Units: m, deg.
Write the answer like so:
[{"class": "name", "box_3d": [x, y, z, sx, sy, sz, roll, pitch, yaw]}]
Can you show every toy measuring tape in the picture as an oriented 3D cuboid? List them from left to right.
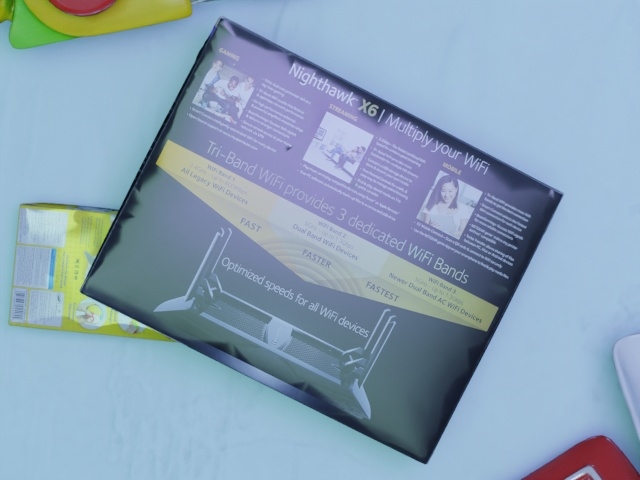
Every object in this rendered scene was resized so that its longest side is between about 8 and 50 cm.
[{"class": "toy measuring tape", "box_3d": [-0.129, -0.236, 1.374, 0.330, 0.121, 0.121, -12, 91, -3]}]

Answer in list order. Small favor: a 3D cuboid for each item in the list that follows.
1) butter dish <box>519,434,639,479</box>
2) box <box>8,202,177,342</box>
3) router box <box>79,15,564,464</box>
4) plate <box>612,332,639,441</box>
[{"class": "butter dish", "box_3d": [0.210, 0.267, 1.366, 0.160, 0.118, 0.160, -32, 49, 0]}, {"class": "box", "box_3d": [-0.162, 0.028, 1.418, 0.179, 0.043, 0.105, 6, 92, 6]}, {"class": "router box", "box_3d": [0.000, 0.000, 1.359, 0.309, 0.081, 0.243, 28, 90, -5]}, {"class": "plate", "box_3d": [0.384, 0.186, 1.311, 0.277, 0.045, 0.278, -7, 59, -7]}]
